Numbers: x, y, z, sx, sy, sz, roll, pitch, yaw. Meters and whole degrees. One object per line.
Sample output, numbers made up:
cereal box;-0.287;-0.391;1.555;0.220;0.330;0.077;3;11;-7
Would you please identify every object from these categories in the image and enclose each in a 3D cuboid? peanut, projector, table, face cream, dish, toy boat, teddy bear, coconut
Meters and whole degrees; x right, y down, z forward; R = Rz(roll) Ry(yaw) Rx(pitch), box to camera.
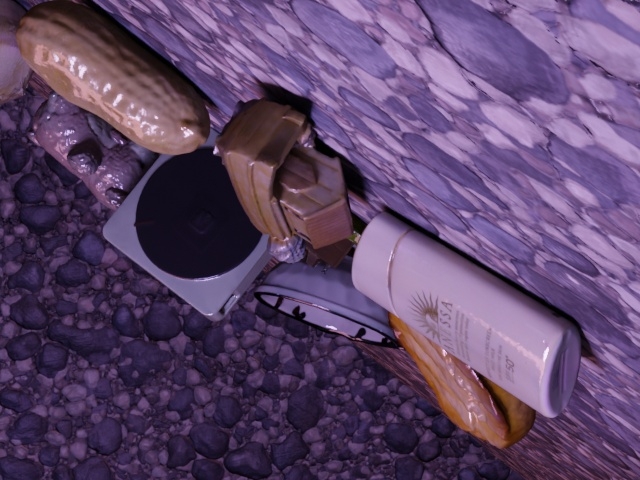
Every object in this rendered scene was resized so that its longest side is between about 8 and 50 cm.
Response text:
peanut;-0.300;-0.239;1.725;0.318;0.148;0.147;33;174;-9
projector;-0.189;-0.035;1.942;0.259;0.257;0.079;36;172;19
table;0.000;0.000;1.942;0.083;0.082;0.070;40;173;-27
face cream;0.177;0.085;1.523;0.348;0.081;0.174;33;148;33
dish;0.030;0.094;2.110;0.303;0.120;0.303;19;169;4
toy boat;-0.035;-0.065;1.513;0.162;0.136;0.445;31;171;13
teddy bear;-0.387;-0.160;2.074;0.267;0.151;0.236;39;-156;0
coconut;-0.649;-0.351;2.215;0.227;0.227;0.230;54;-159;-67

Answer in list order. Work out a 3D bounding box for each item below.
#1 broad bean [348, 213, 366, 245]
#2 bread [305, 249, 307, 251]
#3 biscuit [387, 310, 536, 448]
broad bean;0.020;-0.033;1.766;0.256;0.053;0.052;38;146;-4
bread;-0.036;0.013;2.368;0.083;0.046;0.081;30;175;38
biscuit;0.214;0.174;1.739;0.296;0.102;0.296;53;168;16
